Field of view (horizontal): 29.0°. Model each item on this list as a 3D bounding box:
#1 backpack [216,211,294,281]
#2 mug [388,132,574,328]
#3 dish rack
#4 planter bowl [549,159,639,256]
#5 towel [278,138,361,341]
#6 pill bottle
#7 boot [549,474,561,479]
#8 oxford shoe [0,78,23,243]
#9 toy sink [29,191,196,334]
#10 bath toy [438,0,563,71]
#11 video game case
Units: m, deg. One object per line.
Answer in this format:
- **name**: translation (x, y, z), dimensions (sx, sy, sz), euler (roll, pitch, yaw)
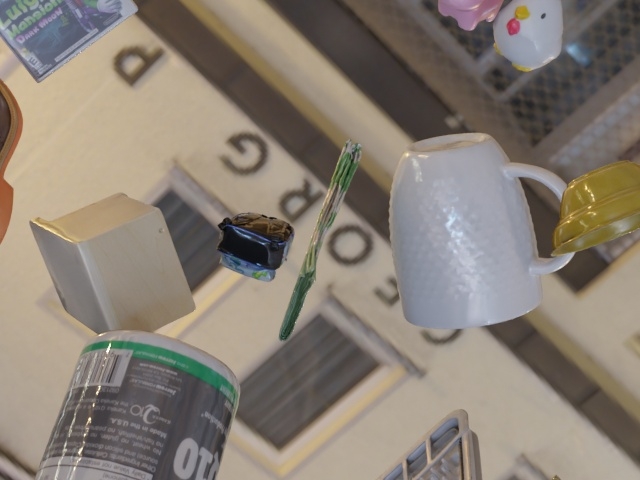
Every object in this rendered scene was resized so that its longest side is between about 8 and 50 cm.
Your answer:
- **backpack**: translation (-0.096, 0.006, 1.817), dimensions (0.105, 0.084, 0.114), euler (19, -162, 6)
- **mug**: translation (0.309, -0.031, 2.344), dimensions (0.276, 0.374, 0.328), euler (-32, -64, -57)
- **dish rack**: translation (0.145, 0.426, 1.830), dimensions (0.072, 0.285, 0.333), euler (40, -160, -12)
- **planter bowl**: translation (0.420, -0.058, 1.800), dimensions (0.217, 0.217, 0.090), euler (6, -118, -67)
- **towel**: translation (0.000, 0.000, 2.309), dimensions (0.038, 0.248, 0.324), euler (20, -124, -1)
- **pill bottle**: translation (-0.233, 0.304, 1.435), dimensions (0.204, 0.204, 0.361), euler (37, -126, -34)
- **boot**: translation (0.385, 0.497, 1.959), dimensions (0.213, 0.165, 0.077), euler (51, 179, 23)
- **oxford shoe**: translation (-0.489, -0.129, 1.657), dimensions (0.133, 0.130, 0.363), euler (35, -154, -37)
- **toy sink**: translation (-0.284, 0.029, 1.695), dimensions (0.234, 0.131, 0.152), euler (16, 128, 60)
- **bath toy**: translation (0.194, -0.368, 1.716), dimensions (0.348, 0.129, 0.151), euler (39, -132, 23)
- **video game case**: translation (-0.399, -0.358, 1.840), dimensions (0.173, 0.190, 0.022), euler (54, -179, -17)
